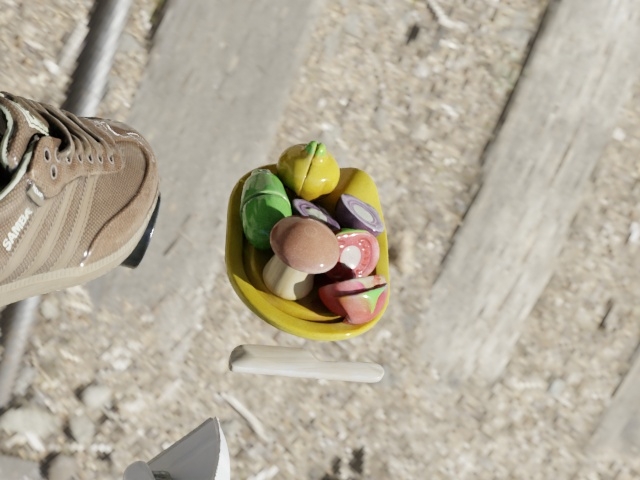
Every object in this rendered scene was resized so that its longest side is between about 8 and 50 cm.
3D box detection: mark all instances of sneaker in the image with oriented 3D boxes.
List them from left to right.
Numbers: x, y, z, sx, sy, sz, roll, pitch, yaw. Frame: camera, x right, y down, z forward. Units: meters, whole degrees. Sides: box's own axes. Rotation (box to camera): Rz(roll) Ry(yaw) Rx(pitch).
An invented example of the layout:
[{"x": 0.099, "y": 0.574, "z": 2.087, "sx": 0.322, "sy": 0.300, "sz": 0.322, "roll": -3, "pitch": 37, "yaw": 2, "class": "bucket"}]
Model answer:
[{"x": -0.108, "y": -0.022, "z": 0.546, "sx": 0.188, "sy": 0.066, "sz": 0.071, "roll": -38, "pitch": 160, "yaw": -58, "class": "sneaker"}]

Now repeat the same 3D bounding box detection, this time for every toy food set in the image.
[{"x": 0.000, "y": 0.000, "z": 1.088, "sx": 0.128, "sy": 0.218, "sz": 0.071, "roll": 12, "pitch": 134, "yaw": -14, "class": "toy food set"}]

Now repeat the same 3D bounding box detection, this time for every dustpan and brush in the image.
[{"x": -0.120, "y": 0.227, "z": 1.149, "sx": 0.147, "sy": 0.211, "sz": 0.060, "roll": -35, "pitch": 132, "yaw": 3, "class": "dustpan and brush"}]

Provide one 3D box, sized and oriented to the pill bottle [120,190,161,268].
[{"x": -0.292, "y": -0.044, "z": 1.626, "sx": 0.219, "sy": 0.123, "sz": 0.122, "roll": 19, "pitch": 100, "yaw": -16, "class": "pill bottle"}]
